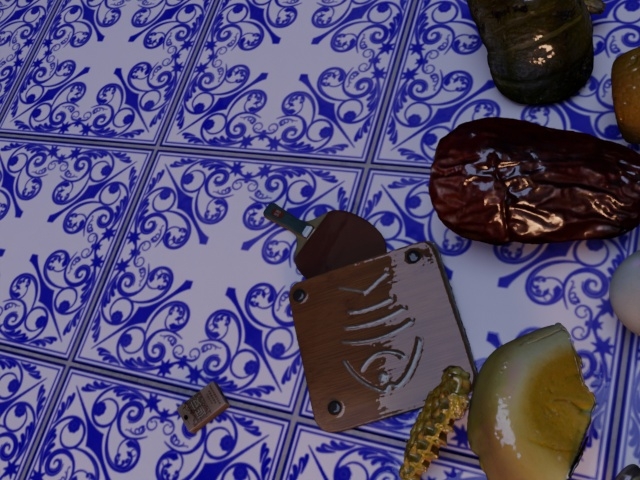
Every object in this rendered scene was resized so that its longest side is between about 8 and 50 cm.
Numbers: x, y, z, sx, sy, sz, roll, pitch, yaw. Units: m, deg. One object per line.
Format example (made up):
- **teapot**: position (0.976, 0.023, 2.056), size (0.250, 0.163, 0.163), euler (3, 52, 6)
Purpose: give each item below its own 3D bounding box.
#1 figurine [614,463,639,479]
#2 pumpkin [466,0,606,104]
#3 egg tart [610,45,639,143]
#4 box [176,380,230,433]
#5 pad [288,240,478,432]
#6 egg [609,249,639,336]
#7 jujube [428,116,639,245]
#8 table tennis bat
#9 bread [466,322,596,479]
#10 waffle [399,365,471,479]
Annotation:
- **figurine**: position (0.535, 0.400, 0.885), size (0.248, 0.203, 0.380), euler (-29, 43, -14)
- **pumpkin**: position (0.393, -0.431, 1.325), size (0.242, 0.232, 0.324), euler (-18, 63, 8)
- **egg tart**: position (0.567, -0.242, 1.200), size (0.147, 0.202, 0.202), euler (-7, 62, 34)
- **box**: position (-0.208, 0.296, 1.303), size (0.083, 0.024, 0.053), euler (-38, 58, -2)
- **pad**: position (0.099, 0.161, 1.254), size (0.287, 0.018, 0.284), euler (-19, 63, 12)
- **egg**: position (0.529, 0.079, 1.060), size (0.209, 0.151, 0.151), euler (2, 66, 19)
- **jujube**: position (0.353, -0.093, 1.196), size (0.342, 0.216, 0.216), euler (5, 67, 14)
- **table tennis bat**: position (0.000, 0.000, 1.375), size (0.274, 0.021, 0.154), euler (31, 79, 28)
- **bread**: position (0.284, 0.242, 1.043), size (0.156, 0.158, 0.260), euler (31, 65, 3)
- **waffle**: position (0.171, 0.270, 1.086), size (0.046, 0.192, 0.160), euler (25, 63, 3)
